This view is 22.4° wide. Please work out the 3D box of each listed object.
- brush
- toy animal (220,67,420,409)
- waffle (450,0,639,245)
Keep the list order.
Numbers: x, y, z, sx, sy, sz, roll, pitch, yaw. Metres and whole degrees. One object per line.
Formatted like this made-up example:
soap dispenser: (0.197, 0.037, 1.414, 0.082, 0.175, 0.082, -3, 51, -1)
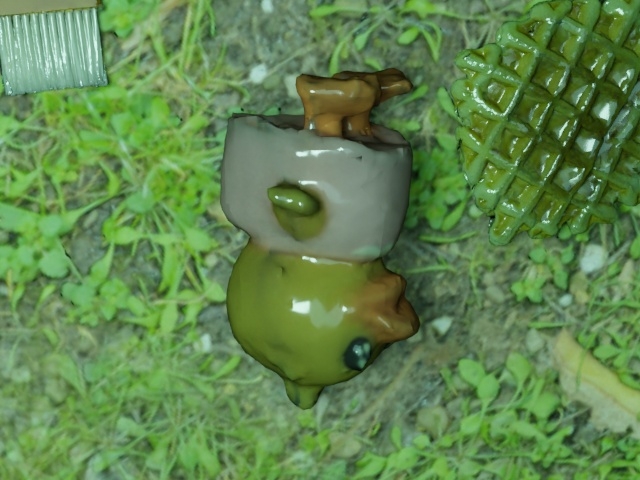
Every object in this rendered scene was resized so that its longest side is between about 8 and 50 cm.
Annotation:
brush: (-0.228, -0.275, 1.288, 0.090, 0.017, 0.314, -8, 102, -14)
toy animal: (-0.004, 0.002, 1.330, 0.169, 0.195, 0.281, 0, 99, 25)
waffle: (0.215, -0.107, 1.419, 0.207, 0.054, 0.214, -21, 111, -14)
